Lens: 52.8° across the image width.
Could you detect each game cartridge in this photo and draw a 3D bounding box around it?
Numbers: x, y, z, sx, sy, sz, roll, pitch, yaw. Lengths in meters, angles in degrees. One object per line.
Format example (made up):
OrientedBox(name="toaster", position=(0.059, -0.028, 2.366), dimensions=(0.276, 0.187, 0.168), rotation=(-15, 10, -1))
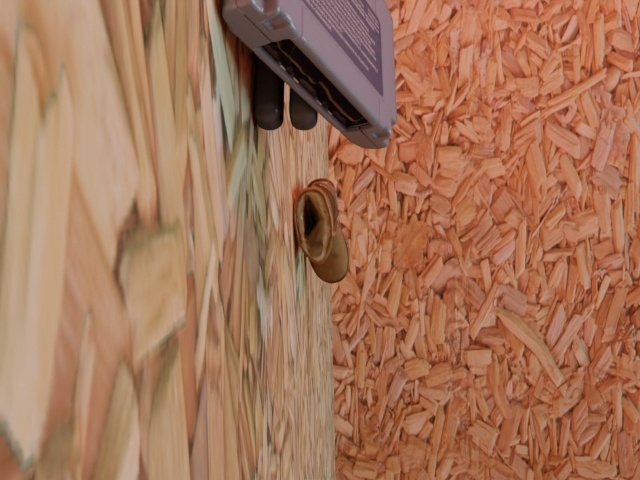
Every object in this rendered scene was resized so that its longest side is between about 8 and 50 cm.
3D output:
OrientedBox(name="game cartridge", position=(0.002, -0.232, 0.634), dimensions=(0.294, 0.060, 0.195), rotation=(30, 60, -59))

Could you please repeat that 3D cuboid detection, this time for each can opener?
OrientedBox(name="can opener", position=(-0.031, -0.245, 0.723), dimensions=(0.093, 0.074, 0.280), rotation=(82, 8, -67))

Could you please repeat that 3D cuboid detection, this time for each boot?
OrientedBox(name="boot", position=(0.000, 0.000, 1.227), dimensions=(0.269, 0.089, 0.236), rotation=(-78, 156, -78))
